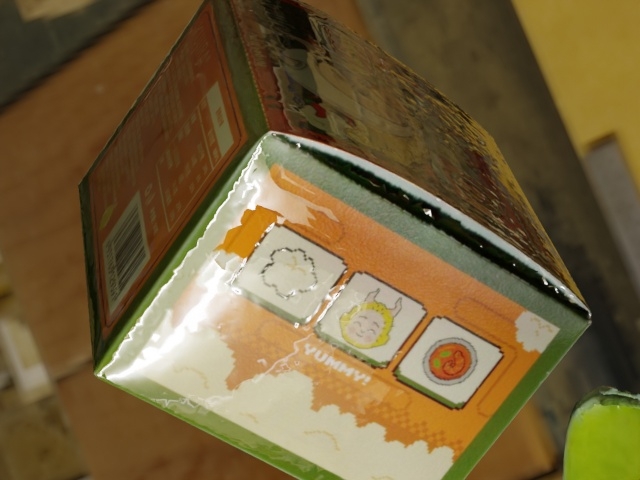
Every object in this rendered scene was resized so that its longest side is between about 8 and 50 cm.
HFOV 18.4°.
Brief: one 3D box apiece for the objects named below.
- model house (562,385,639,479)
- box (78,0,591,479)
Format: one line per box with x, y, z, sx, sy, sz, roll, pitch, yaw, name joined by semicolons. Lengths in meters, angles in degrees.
0.177;0.231;0.538;0.357;0.243;0.313;13;-150;16;model house
0.000;0.000;0.924;0.148;0.177;0.195;-55;-159;17;box
